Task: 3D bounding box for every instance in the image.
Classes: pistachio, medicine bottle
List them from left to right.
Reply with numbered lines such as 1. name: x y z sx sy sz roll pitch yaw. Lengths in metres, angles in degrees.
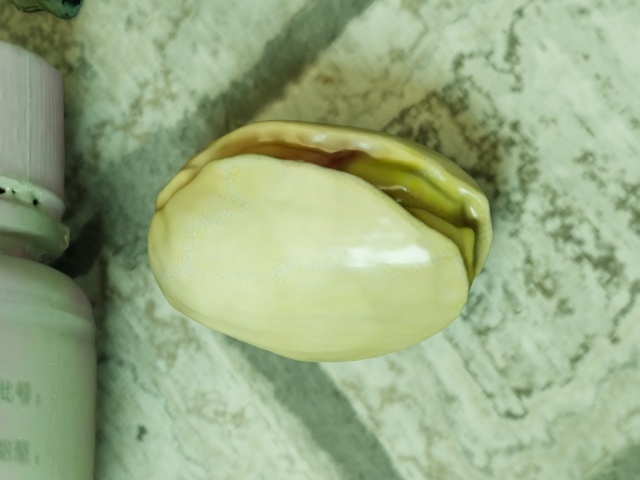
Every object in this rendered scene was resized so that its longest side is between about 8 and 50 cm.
1. medicine bottle: -0.259 0.055 1.127 0.256 0.256 0.324 -7 77 24
2. pistachio: 0.000 0.000 1.093 0.200 0.117 0.145 2 127 18

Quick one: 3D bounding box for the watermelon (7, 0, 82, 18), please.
1. watermelon: -0.307 -0.239 1.200 0.214 0.289 0.320 -32 88 51
